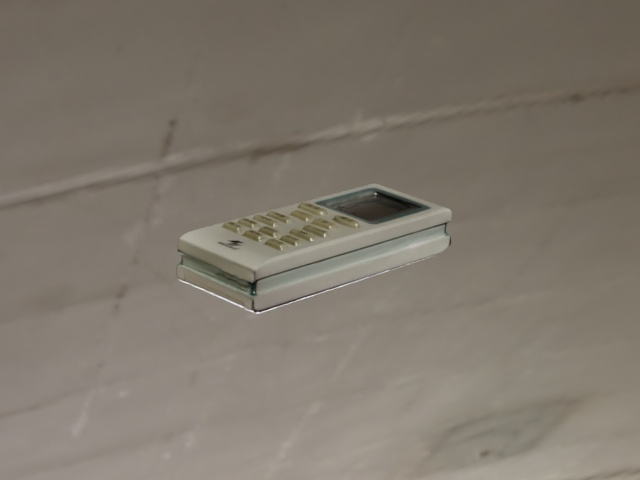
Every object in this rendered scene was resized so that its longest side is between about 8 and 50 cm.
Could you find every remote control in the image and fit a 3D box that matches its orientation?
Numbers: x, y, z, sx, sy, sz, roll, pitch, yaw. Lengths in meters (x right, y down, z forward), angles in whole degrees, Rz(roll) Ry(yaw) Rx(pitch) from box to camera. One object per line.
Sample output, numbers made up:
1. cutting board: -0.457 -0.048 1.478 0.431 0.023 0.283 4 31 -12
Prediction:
1. remote control: 0.000 0.000 1.453 0.277 0.103 0.055 -17 -61 -45
